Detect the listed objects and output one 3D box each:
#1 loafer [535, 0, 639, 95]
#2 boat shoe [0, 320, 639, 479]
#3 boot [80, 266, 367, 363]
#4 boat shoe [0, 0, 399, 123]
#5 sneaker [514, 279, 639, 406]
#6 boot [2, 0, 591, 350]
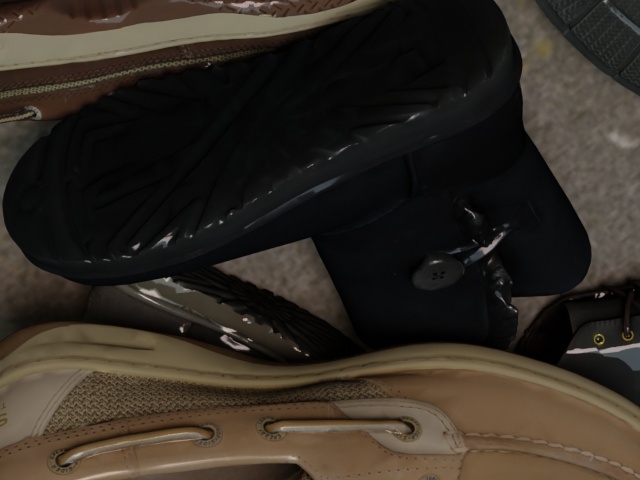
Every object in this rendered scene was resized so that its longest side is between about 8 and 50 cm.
[{"bbox_3d":[0.210,-0.108,0.912,0.267,0.084,0.096,33,135,-11],"label":"loafer"},{"bbox_3d":[0.005,0.122,0.868,0.341,0.110,0.121,5,129,-9],"label":"boat shoe"},{"bbox_3d":[-0.084,0.117,0.959,0.190,0.076,0.208,27,102,-8],"label":"boot"},{"bbox_3d":[-0.080,-0.102,0.863,0.257,0.095,0.095,-6,139,-8],"label":"boat shoe"},{"bbox_3d":[0.201,0.037,0.965,0.118,0.083,0.222,32,105,-18],"label":"sneaker"},{"bbox_3d":[0.000,0.000,0.873,0.246,0.094,0.207,-22,143,3],"label":"boot"}]
